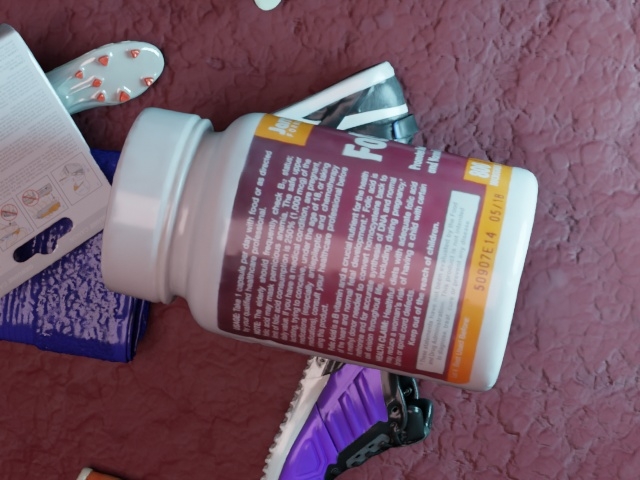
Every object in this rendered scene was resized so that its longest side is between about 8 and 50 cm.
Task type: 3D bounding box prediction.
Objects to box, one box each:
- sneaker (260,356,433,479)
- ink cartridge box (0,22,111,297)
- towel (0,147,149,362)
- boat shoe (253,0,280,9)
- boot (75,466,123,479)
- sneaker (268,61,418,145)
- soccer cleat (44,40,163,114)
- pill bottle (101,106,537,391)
[{"bbox_3d":[0.039,0.196,1.837,0.146,0.102,0.293,23,103,6],"label":"sneaker"},{"bbox_3d":[-0.339,-0.077,1.791,0.189,0.066,0.232,-35,119,-11],"label":"ink cartridge box"},{"bbox_3d":[-0.330,0.001,1.901,0.308,0.076,0.227,8,94,11],"label":"towel"},{"bbox_3d":[-0.064,-0.309,1.806,0.043,0.049,0.137,12,109,53],"label":"boat shoe"},{"bbox_3d":[-0.263,0.333,1.949,0.085,0.059,0.158,24,95,10],"label":"boot"},{"bbox_3d":[-0.003,-0.089,1.810,0.217,0.079,0.121,-24,95,14],"label":"sneaker"},{"bbox_3d":[-0.263,-0.166,1.861,0.196,0.076,0.068,-26,116,-2],"label":"soccer cleat"},{"bbox_3d":[0.000,0.000,1.697,0.392,0.224,0.224,13,102,5],"label":"pill bottle"}]
